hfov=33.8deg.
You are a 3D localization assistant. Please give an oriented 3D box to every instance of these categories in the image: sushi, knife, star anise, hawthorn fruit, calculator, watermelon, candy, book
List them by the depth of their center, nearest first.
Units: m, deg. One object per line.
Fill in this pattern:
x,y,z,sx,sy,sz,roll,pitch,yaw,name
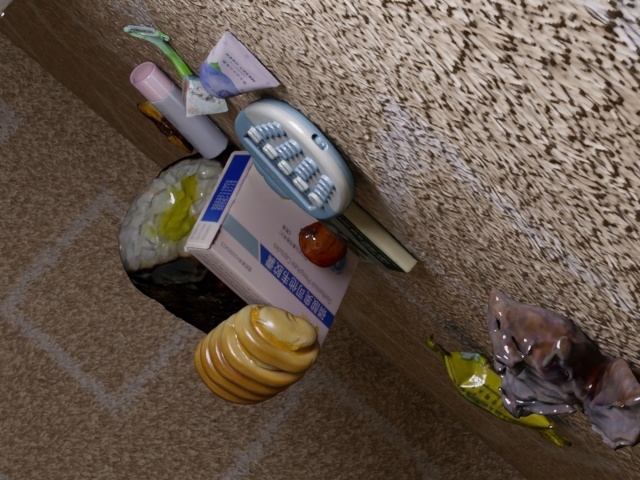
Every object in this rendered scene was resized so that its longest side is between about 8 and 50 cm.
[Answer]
0.275,0.156,1.147,0.257,0.111,0.198,27,166,41,star anise
-0.036,-0.105,1.391,0.188,0.042,0.302,46,170,-7,calculator
-0.183,-0.208,1.541,0.085,0.061,0.085,25,176,2,watermelon
-0.216,-0.264,1.548,0.078,0.023,0.166,19,163,35,knife
0.036,-0.031,1.633,0.202,0.027,0.264,43,173,-11,book
0.000,0.000,1.795,0.081,0.081,0.093,35,178,44,hawthorn fruit
0.301,0.265,1.850,0.297,0.081,0.187,40,175,4,candy
-0.190,0.004,1.961,0.281,0.299,0.294,4,151,43,sushi

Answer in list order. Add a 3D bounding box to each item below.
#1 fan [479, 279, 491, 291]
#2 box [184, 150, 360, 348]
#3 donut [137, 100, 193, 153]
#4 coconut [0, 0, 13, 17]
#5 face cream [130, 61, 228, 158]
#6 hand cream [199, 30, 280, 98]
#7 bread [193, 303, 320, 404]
0.231,0.079,1.342,0.080,0.003,0.060,39,173,9,fan
-0.072,0.022,1.827,0.065,0.200,0.343,4,149,40,box
-0.285,-0.230,2.024,0.140,0.059,0.140,41,173,6,donut
-0.573,-0.440,1.599,0.230,0.227,0.227,46,172,-31,coconut
-0.243,-0.226,1.827,0.198,0.057,0.084,47,170,-33,face cream
-0.106,-0.200,1.247,0.084,0.053,0.142,43,163,-17,hand cream
-0.119,0.207,1.855,0.173,0.121,0.311,27,151,-12,bread
